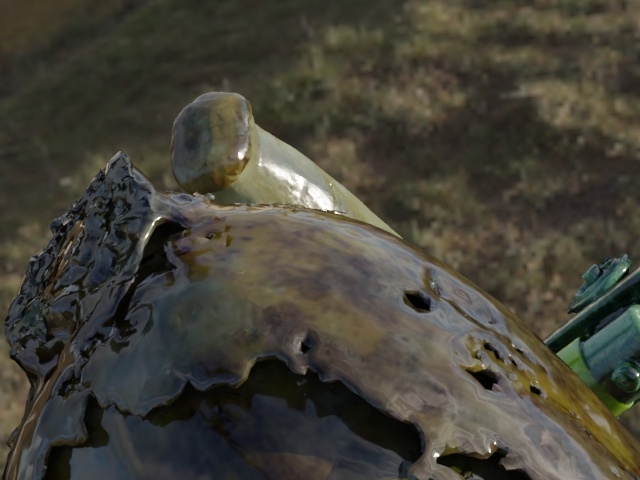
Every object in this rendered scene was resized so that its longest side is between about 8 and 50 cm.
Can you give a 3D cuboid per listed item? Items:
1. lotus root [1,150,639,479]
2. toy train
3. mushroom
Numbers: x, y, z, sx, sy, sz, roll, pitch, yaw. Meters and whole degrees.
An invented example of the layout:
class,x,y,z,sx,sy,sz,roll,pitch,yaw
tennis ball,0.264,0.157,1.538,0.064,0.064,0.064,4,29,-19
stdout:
class,x,y,z,sx,sy,sz,roll,pitch,yaw
lotus root,0.038,0.144,0.529,0.196,0.397,0.179,-39,-4,5
toy train,0.136,0.090,0.986,0.200,0.083,0.132,-43,3,24
mushroom,0.000,0.000,1.388,0.081,0.312,0.100,-21,39,43
